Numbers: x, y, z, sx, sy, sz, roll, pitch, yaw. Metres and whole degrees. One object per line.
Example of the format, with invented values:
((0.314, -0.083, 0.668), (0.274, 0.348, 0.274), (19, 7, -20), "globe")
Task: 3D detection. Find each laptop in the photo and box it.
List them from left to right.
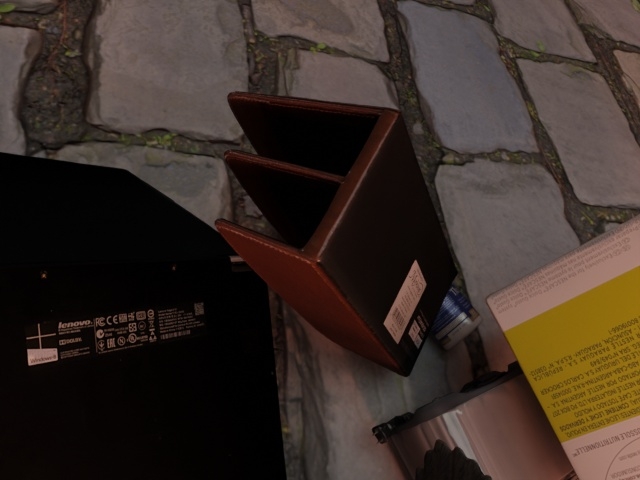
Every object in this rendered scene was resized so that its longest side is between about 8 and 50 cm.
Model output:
((-0.253, 0.087, 0.491), (0.382, 0.236, 0.408), (0, 82, -55), "laptop")

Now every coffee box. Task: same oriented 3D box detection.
((0.443, 0.137, 0.556), (0.337, 0.338, 0.334), (12, 49, -53), "coffee box")

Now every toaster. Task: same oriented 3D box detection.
((0.184, 0.236, 0.602), (0.227, 0.129, 0.146), (-14, 67, -29), "toaster")

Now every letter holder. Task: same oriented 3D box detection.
((0.000, 0.000, 0.587), (0.214, 0.302, 0.152), (18, 69, 32), "letter holder")

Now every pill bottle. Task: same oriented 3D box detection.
((0.156, 0.083, 0.725), (0.067, 0.067, 0.120), (-32, 74, -33), "pill bottle")

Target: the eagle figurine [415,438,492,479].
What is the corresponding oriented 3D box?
((0.055, 0.350, 0.428), (0.226, 0.225, 0.298), (-14, 85, -35), "eagle figurine")
